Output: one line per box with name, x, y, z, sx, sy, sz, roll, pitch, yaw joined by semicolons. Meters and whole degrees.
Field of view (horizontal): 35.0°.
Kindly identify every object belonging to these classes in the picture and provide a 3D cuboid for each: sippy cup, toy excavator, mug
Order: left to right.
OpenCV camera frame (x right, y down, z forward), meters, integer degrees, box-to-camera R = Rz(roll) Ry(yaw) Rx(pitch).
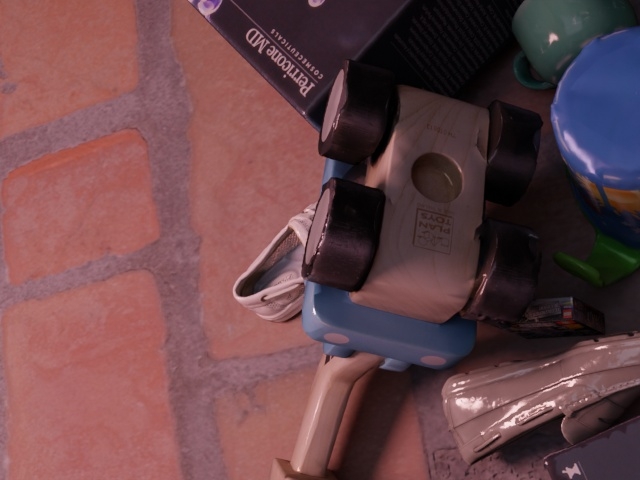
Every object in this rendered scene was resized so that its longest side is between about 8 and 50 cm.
toy excavator;0.058;0.085;1.157;0.222;0.445;0.433;13;64;-9
mug;0.302;-0.235;1.192;0.129;0.158;0.097;-24;69;-4
sippy cup;0.351;-0.112;1.069;0.240;0.224;0.305;-11;74;27

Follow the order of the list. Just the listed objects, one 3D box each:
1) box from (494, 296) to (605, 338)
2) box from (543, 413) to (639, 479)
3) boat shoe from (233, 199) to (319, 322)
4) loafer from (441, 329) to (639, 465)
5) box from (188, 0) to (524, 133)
box;0.253;0.087;1.127;0.094;0.137;0.027;-7;75;28
box;0.438;0.299;0.954;0.312;0.179;0.343;-29;66;19
boat shoe;0.000;0.000;1.310;0.277;0.096;0.098;-45;59;12
loafer;0.286;0.171;1.114;0.319;0.112;0.111;-21;74;32
box;0.079;-0.333;1.250;0.395;0.212;0.293;-47;57;7
